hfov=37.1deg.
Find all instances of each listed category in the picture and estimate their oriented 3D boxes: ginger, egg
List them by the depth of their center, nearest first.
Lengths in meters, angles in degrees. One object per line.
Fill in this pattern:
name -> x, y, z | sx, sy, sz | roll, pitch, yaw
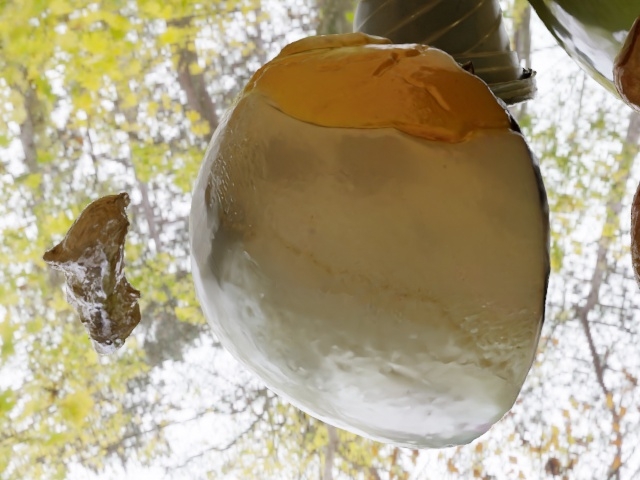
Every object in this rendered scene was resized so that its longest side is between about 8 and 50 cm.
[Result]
ginger -> -0.158, 0.024, 0.674 | 0.057, 0.137, 0.044 | 12, -135, 6
egg -> 0.000, 0.000, 0.727 | 0.201, 0.337, 0.337 | 2, -145, -27

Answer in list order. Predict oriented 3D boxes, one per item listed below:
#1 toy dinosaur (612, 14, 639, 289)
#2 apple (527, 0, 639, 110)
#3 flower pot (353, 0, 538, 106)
toy dinosaur -> 0.124, 0.016, 0.333 | 0.126, 0.039, 0.162 | 34, -91, -1
apple -> 0.331, -0.285, 0.646 | 0.473, 0.474, 0.474 | -2, -140, 2
flower pot -> 0.118, -0.206, 1.024 | 0.235, 0.141, 0.235 | -4, -167, 1
